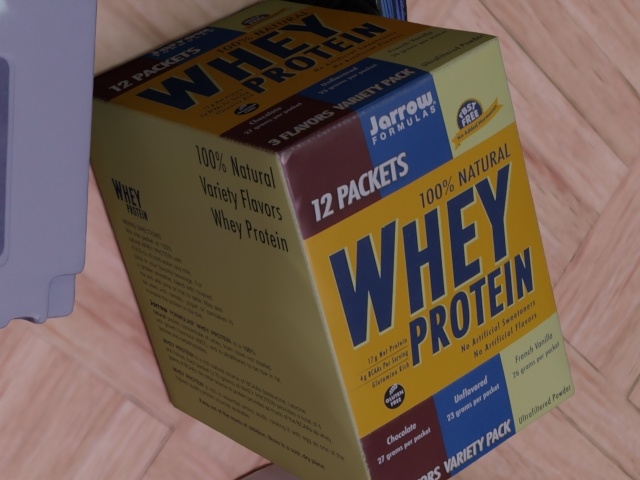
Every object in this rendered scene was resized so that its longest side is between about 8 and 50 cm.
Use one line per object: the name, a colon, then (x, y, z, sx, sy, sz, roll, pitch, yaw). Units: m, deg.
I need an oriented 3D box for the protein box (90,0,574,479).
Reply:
protein box: (0.000, 0.000, 0.855, 0.136, 0.200, 0.201, -30, 118, -27)

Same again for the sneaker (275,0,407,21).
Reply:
sneaker: (0.027, -0.177, 0.905, 0.087, 0.083, 0.221, -26, 120, -38)

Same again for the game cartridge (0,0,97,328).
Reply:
game cartridge: (-0.239, -0.048, 0.731, 0.294, 0.060, 0.196, -5, 110, -36)

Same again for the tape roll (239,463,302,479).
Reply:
tape roll: (0.025, 0.266, 0.969, 0.246, 0.169, 0.246, -11, 110, -34)
